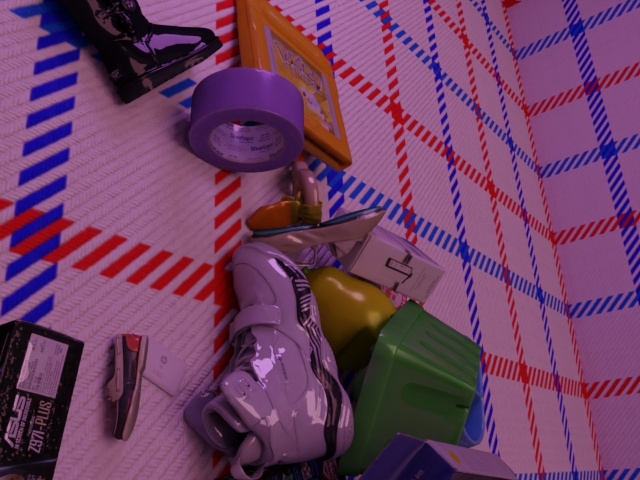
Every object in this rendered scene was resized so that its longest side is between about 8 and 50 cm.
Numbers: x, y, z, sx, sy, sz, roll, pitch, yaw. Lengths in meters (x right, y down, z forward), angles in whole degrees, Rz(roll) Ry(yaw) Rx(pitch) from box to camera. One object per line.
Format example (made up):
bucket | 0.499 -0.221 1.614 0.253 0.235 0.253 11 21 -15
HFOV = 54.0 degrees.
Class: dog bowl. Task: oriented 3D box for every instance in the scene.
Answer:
dog bowl | 0.336 0.365 1.532 0.166 0.074 0.297 38 46 -40

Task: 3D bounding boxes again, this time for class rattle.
rattle | -0.075 -0.096 1.203 0.130 0.142 0.200 79 -4 -58

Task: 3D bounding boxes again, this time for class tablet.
tablet | -0.223 0.175 0.877 0.083 0.006 0.054 48 40 -32

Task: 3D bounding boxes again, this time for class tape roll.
tape roll | -0.121 -0.194 1.039 0.189 0.189 0.080 28 51 -46

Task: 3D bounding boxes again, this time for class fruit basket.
fruit basket | 0.090 0.216 1.118 0.392 0.392 0.283 5 104 -54

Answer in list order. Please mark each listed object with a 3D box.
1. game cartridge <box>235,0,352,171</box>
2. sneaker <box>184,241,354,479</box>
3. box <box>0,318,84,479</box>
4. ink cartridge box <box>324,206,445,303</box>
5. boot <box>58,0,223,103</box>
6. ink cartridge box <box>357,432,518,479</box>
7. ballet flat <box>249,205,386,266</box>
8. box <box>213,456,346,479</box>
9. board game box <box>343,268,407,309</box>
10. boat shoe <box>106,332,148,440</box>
game cartridge | -0.053 -0.331 1.287 0.285 0.052 0.324 29 44 -46
sneaker | -0.099 0.168 0.934 0.210 0.137 0.366 -5 64 -44
box | -0.320 0.183 0.606 0.077 0.147 0.180 33 50 -43
ink cartridge box | 0.121 0.029 1.239 0.203 0.086 0.148 24 13 -30
boot | -0.276 -0.351 0.976 0.246 0.094 0.207 -50 120 -46
ink cartridge box | 0.114 0.420 0.885 0.307 0.304 0.072 28 12 -48
ballet flat | 0.000 0.000 1.109 0.086 0.248 0.086 168 -90 -84
box | -0.046 0.475 0.928 0.293 0.073 0.296 1 73 -56
board game box | 0.123 0.095 1.380 0.193 0.045 0.147 40 45 -38
boat shoe | -0.251 0.185 0.801 0.043 0.049 0.137 6 65 -8
